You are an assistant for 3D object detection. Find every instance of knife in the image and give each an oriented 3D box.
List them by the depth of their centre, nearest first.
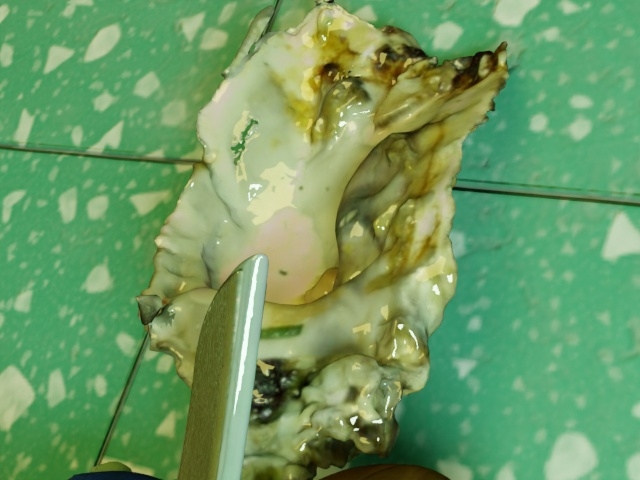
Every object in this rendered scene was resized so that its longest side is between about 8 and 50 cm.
[{"bbox_3d":[-0.058,0.166,0.644,0.061,0.027,0.343,-141,59,-63],"label":"knife"}]

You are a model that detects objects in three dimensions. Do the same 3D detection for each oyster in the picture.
[{"bbox_3d":[-0.002,0.002,0.772,0.201,0.107,0.354,-1,46,24],"label":"oyster"}]

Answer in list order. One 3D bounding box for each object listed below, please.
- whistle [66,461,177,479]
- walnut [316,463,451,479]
[{"bbox_3d":[-0.100,0.170,0.749,0.227,0.105,0.085,-2,34,37],"label":"whistle"},{"bbox_3d":[0.024,0.199,0.593,0.167,0.167,0.207,0,56,35],"label":"walnut"}]
